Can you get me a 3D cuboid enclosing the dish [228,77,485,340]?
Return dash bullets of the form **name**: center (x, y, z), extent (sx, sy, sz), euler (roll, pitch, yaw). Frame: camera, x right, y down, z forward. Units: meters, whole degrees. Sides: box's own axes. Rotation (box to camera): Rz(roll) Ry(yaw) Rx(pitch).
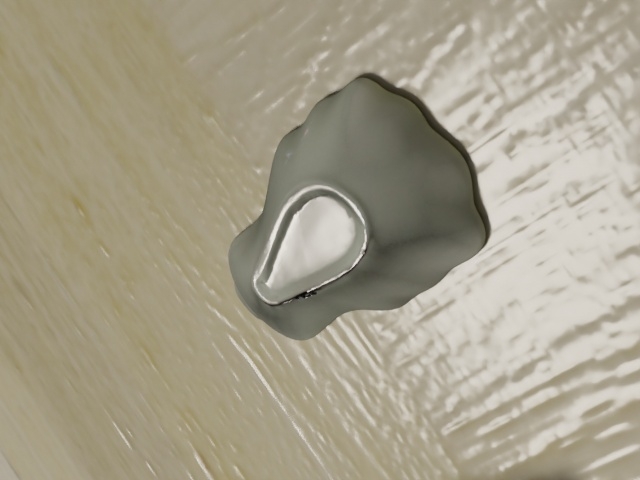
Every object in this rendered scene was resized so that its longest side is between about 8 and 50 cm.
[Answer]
- **dish**: center (0.000, 0.000, 0.541), extent (0.091, 0.039, 0.137), euler (51, 126, 4)
